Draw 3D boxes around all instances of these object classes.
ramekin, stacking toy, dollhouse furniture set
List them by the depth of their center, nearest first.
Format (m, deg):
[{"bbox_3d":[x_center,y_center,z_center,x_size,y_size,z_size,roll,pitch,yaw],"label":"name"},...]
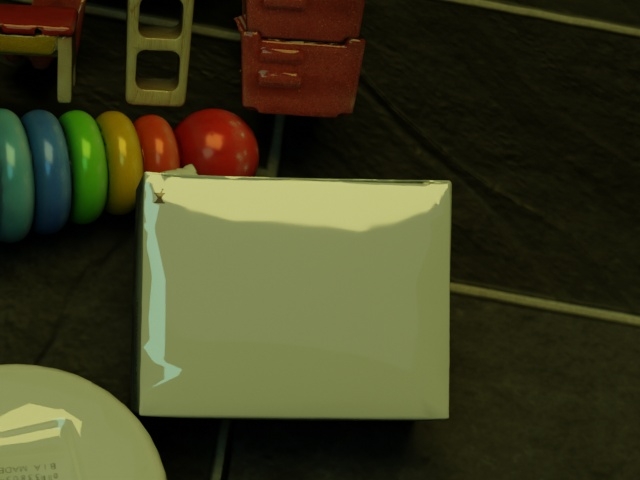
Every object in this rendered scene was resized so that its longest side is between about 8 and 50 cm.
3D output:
[{"bbox_3d":[-0.247,0.232,1.452,0.277,0.135,0.277,5,54,-6],"label":"ramekin"},{"bbox_3d":[-0.214,-0.066,1.681,0.330,0.141,0.141,-6,56,-19],"label":"stacking toy"},{"bbox_3d":[-0.143,-0.228,1.742,0.374,0.152,0.201,3,22,-5],"label":"dollhouse furniture set"}]

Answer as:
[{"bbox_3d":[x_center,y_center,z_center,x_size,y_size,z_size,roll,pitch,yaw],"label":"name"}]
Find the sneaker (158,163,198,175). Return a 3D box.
[{"bbox_3d":[-0.129,0.010,1.654,0.061,0.053,0.152,-11,92,-11],"label":"sneaker"}]

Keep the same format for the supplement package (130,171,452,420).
[{"bbox_3d":[-0.029,0.052,1.563,0.262,0.145,0.204,2,85,-8],"label":"supplement package"}]
